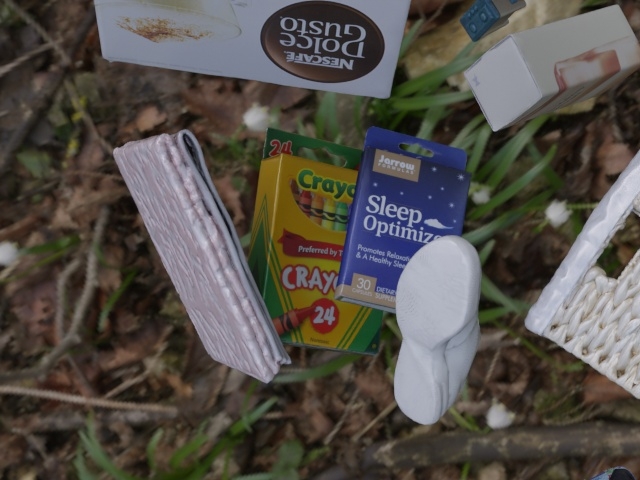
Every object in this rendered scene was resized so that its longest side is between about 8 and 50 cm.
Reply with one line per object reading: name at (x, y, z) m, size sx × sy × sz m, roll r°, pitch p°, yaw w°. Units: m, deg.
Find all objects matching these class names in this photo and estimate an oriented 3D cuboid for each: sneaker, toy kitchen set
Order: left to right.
sneaker at (0.126, 0.076, 1.035) m, size 0.080 × 0.094 × 0.212 m, roll 33°, pitch 132°, yaw 31°
toy kitchen set at (0.196, -0.395, 1.469) m, size 0.207 × 0.122 × 0.166 m, roll 61°, pitch 158°, yaw 5°

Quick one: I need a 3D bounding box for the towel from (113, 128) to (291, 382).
towel at (-0.161, 0.015, 1.393) m, size 0.332 × 0.053 × 0.317 m, roll 67°, pitch 162°, yaw -9°

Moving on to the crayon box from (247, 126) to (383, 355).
crayon box at (0.000, 0.000, 1.566) m, size 0.081 × 0.202 × 0.318 m, roll -10°, pitch 72°, yaw 62°

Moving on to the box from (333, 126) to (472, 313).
box at (0.103, -0.024, 1.279) m, size 0.136 × 0.225 × 0.036 m, roll 13°, pitch 164°, yaw -9°

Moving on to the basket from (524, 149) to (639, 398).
basket at (0.509, 0.061, 1.438) m, size 0.266 × 0.331 × 0.328 m, roll 39°, pitch 104°, yaw 27°

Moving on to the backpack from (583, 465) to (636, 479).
backpack at (0.347, 0.340, 1.300) m, size 0.114 × 0.084 × 0.105 m, roll -32°, pitch 89°, yaw 32°

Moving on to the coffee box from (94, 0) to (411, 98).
coffee box at (-0.052, -0.400, 1.160) m, size 0.338 × 0.338 × 0.334 m, roll 8°, pitch 149°, yaw -1°

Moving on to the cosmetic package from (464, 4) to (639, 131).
cosmetic package at (0.430, -0.315, 1.938) m, size 0.153 × 0.296 × 0.129 m, roll -37°, pitch 76°, yaw 57°
